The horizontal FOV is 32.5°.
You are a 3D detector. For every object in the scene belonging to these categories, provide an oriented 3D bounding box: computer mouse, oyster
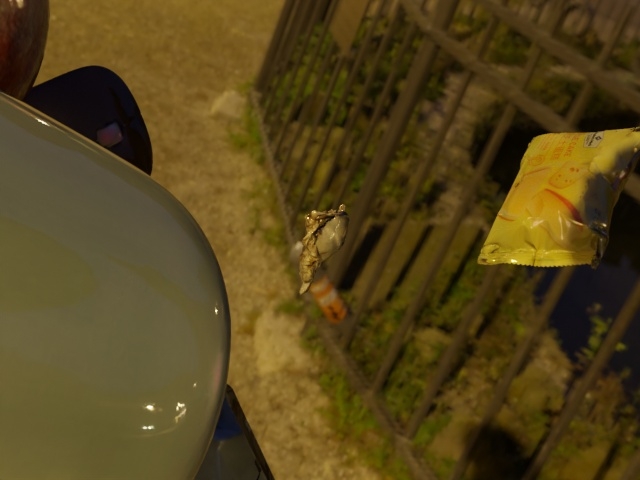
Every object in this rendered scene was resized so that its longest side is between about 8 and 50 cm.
[{"bbox_3d":[-0.311,-0.072,1.148,0.310,0.158,0.072,-30,21,-30],"label":"computer mouse"},{"bbox_3d":[0.003,-0.001,1.390,0.053,0.165,0.108,42,64,8],"label":"oyster"}]

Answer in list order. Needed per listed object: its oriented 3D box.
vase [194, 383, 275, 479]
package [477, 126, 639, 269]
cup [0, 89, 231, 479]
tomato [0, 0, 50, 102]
[{"bbox_3d":[-0.088,0.258,0.990,0.165,0.165,0.360,50,-7,49],"label":"vase"},{"bbox_3d":[0.287,-0.052,1.280,0.168,0.090,0.226,-4,47,38],"label":"package"},{"bbox_3d":[-0.242,0.064,0.564,0.274,0.357,0.259,26,46,-40],"label":"cup"},{"bbox_3d":[-0.345,-0.176,0.738,0.317,0.282,0.316,36,-7,5],"label":"tomato"}]
